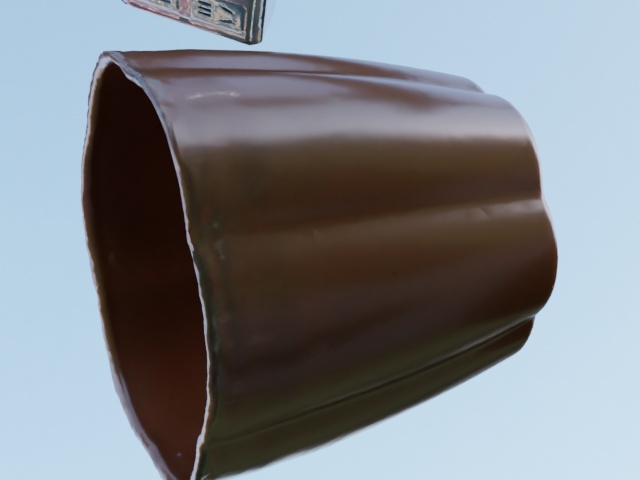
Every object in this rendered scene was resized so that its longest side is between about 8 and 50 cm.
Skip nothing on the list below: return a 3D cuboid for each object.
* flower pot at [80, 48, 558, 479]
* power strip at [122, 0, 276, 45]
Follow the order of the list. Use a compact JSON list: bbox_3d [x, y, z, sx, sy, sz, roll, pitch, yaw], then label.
[{"bbox_3d":[0.000,0.000,0.648,0.173,0.190,0.190,-11,-34,-19],"label":"flower pot"},{"bbox_3d":[-0.076,-0.209,0.919,0.109,0.037,0.279,19,-21,2],"label":"power strip"}]
